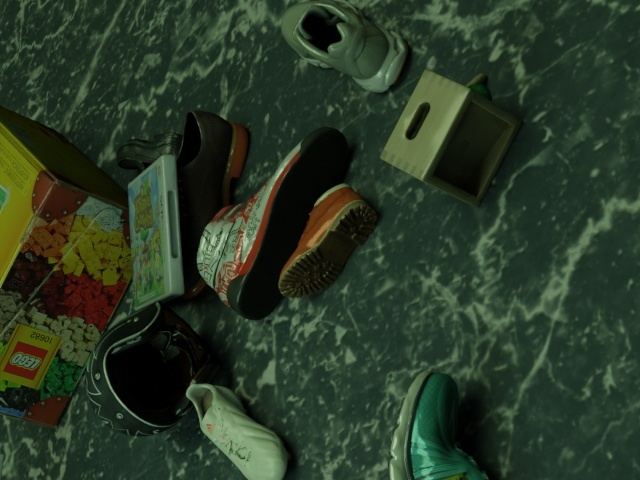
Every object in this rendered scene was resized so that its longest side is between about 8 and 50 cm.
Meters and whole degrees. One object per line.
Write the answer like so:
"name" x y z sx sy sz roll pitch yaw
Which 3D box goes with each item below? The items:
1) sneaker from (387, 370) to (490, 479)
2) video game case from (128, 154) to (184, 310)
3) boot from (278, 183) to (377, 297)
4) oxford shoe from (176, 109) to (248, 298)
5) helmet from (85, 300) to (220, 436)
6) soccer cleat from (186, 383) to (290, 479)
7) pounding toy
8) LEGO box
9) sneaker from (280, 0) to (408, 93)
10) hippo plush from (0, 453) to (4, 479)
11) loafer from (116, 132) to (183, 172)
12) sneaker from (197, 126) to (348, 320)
"sneaker" 0.136 0.260 1.268 0.110 0.107 0.275 -16 62 24
"video game case" -0.237 -0.006 1.828 0.212 0.023 0.193 157 110 -67
"boot" 0.000 0.000 1.600 0.158 0.059 0.084 -47 36 11
"oxford shoe" -0.183 -0.053 1.819 0.097 0.098 0.271 -13 62 47
"helmet" -0.230 0.176 1.698 0.161 0.169 0.169 -45 38 -1
"soccer cleat" -0.105 0.238 1.579 0.068 0.076 0.196 -61 37 8
"pounding toy" 0.149 -0.128 1.431 0.100 0.130 0.141 32 97 42
"LEGO box" -0.516 0.017 2.124 0.500 0.193 0.372 37 101 53
"sneaker" 0.005 -0.280 1.687 0.262 0.121 0.099 33 97 54
"hippo plush" -0.373 0.456 1.742 0.236 0.234 0.294 11 96 23
"loafer" -0.267 -0.124 2.001 0.170 0.062 0.061 -9 69 51
"sneaker" -0.073 -0.042 1.681 0.145 0.090 0.270 34 102 51
